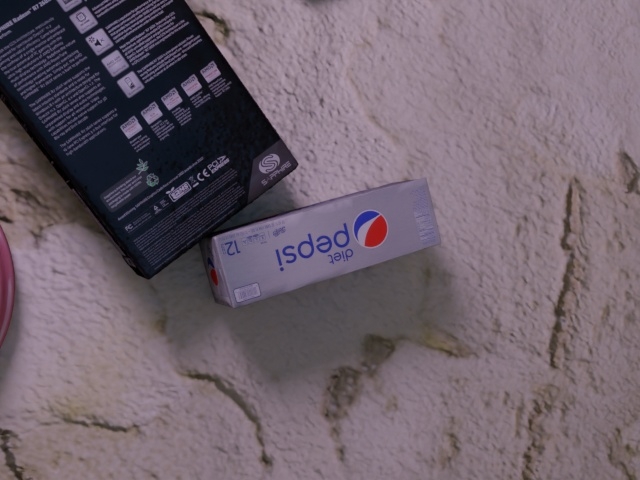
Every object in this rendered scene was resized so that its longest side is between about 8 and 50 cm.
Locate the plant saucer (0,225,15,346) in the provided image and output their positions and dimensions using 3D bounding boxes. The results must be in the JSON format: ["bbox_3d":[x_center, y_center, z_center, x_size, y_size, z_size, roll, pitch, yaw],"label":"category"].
[{"bbox_3d":[-0.493,0.053,0.876,0.332,0.084,0.331,-1,92,-21],"label":"plant saucer"}]

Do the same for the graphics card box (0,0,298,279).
[{"bbox_3d":[-0.223,-0.167,0.968,0.233,0.094,0.370,-40,103,-16],"label":"graphics card box"}]

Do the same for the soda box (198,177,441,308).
[{"bbox_3d":[0.000,0.000,1.054,0.287,0.098,0.091,-17,96,-20],"label":"soda box"}]
